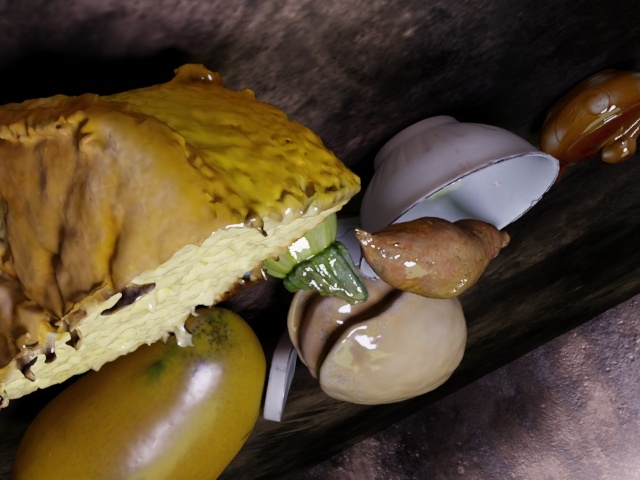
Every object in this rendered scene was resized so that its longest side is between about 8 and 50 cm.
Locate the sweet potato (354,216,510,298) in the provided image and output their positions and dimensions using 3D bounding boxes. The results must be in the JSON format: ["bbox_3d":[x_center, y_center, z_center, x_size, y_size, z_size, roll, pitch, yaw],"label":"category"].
[{"bbox_3d":[0.107,0.014,0.698,0.068,0.068,0.226,-40,157,33],"label":"sweet potato"}]

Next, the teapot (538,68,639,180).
[{"bbox_3d":[0.263,-0.104,0.827,0.129,0.078,0.098,-38,158,29],"label":"teapot"}]

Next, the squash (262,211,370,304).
[{"bbox_3d":[-0.021,-0.002,0.642,0.105,0.132,0.105,-26,162,-9],"label":"squash"}]

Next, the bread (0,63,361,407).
[{"bbox_3d":[-0.119,-0.012,0.488,0.160,0.147,0.260,-21,168,-43],"label":"bread"}]

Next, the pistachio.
[{"bbox_3d":[0.070,0.102,0.973,0.181,0.162,0.293,-46,158,8],"label":"pistachio"}]

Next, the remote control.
[{"bbox_3d":[-0.041,0.145,0.991,0.022,0.077,0.245,9,-176,1],"label":"remote control"}]

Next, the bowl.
[{"bbox_3d":[0.099,-0.049,0.747,0.189,0.086,0.189,-24,159,-10],"label":"bowl"}]

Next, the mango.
[{"bbox_3d":[-0.177,0.193,0.900,0.317,0.173,0.211,-44,154,12],"label":"mango"}]

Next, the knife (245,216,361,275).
[{"bbox_3d":[0.001,0.002,0.793,0.244,0.058,0.032,-3,148,-48],"label":"knife"}]
